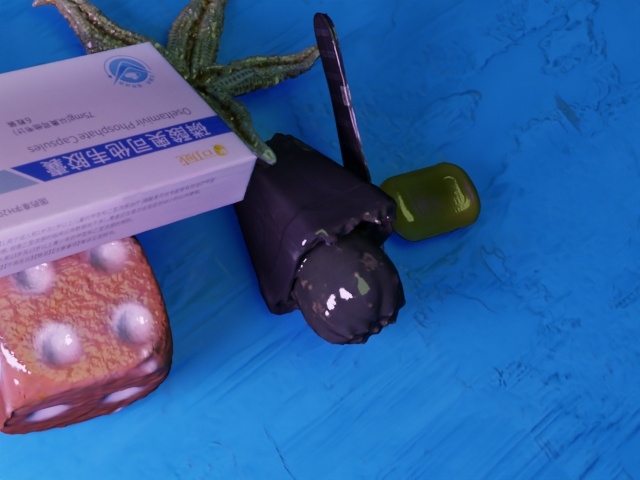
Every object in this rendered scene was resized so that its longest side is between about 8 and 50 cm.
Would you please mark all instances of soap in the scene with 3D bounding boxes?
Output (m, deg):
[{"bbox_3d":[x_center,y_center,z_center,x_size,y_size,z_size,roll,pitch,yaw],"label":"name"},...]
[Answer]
[{"bbox_3d":[0.133,-0.047,1.762,0.140,0.045,0.089,-16,78,-32],"label":"soap"}]

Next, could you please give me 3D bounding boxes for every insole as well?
[{"bbox_3d":[0.033,-0.113,1.673,0.012,0.110,0.309,-14,101,-11],"label":"insole"}]

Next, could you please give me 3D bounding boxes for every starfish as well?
[{"bbox_3d":[-0.135,-0.187,1.659,0.358,0.078,0.347,-2,43,-28],"label":"starfish"}]

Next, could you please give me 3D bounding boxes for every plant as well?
[{"bbox_3d":[0.000,0.000,1.610,0.142,0.164,0.256,-19,65,-32],"label":"plant"}]

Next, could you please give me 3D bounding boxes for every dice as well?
[{"bbox_3d":[-0.261,0.089,1.425,0.179,0.175,0.174,-15,75,-32],"label":"dice"}]

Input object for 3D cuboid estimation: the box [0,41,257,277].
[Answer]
[{"bbox_3d":[-0.253,-0.083,1.396,0.343,0.065,0.200,-19,56,-39],"label":"box"}]
